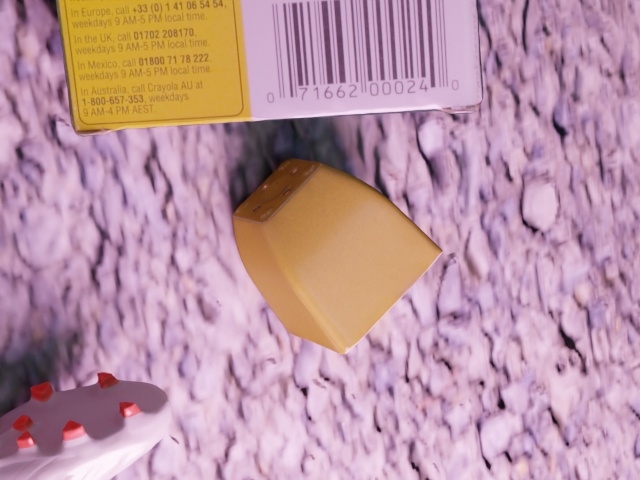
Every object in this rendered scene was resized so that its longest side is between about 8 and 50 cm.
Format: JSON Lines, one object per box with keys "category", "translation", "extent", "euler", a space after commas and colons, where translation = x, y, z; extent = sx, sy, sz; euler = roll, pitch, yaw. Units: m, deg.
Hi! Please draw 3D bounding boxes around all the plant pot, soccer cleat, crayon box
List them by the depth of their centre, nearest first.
{"category": "crayon box", "translation": [-0.031, -0.217, 0.785], "extent": [0.202, 0.081, 0.319], "euler": [-3, 109, 3]}
{"category": "soccer cleat", "translation": [-0.165, 0.133, 0.870], "extent": [0.196, 0.068, 0.076], "euler": [-25, 121, -17]}
{"category": "plant pot", "translation": [0.000, 0.000, 0.927], "extent": [0.081, 0.081, 0.083], "euler": [-45, 112, -14]}
